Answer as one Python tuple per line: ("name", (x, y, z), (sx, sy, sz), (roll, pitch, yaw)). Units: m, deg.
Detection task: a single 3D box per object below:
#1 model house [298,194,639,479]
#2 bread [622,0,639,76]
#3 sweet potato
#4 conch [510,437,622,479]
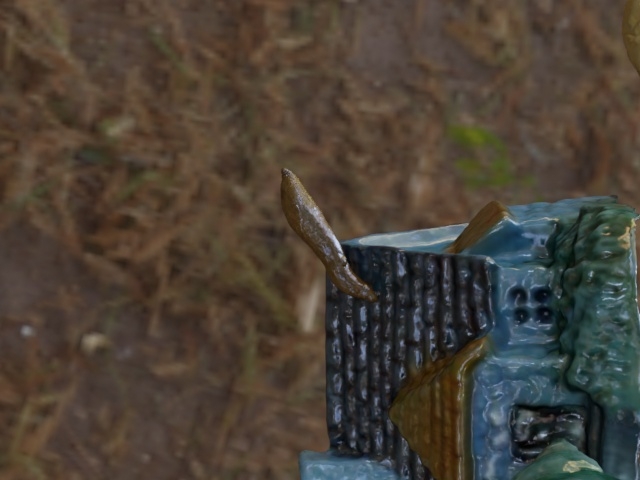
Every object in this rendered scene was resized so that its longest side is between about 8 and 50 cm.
("model house", (0.102, 0.100, 1.377), (0.226, 0.241, 0.261), (-74, 163, -79))
("bread", (0.329, -0.173, 1.584), (0.177, 0.084, 0.119), (0, 90, -10))
("sweet potato", (0.000, 0.000, 1.365), (0.026, 0.026, 0.115), (-30, 86, -37))
("conch", (0.169, 0.219, 1.188), (0.202, 0.196, 0.134), (70, 14, 9))
